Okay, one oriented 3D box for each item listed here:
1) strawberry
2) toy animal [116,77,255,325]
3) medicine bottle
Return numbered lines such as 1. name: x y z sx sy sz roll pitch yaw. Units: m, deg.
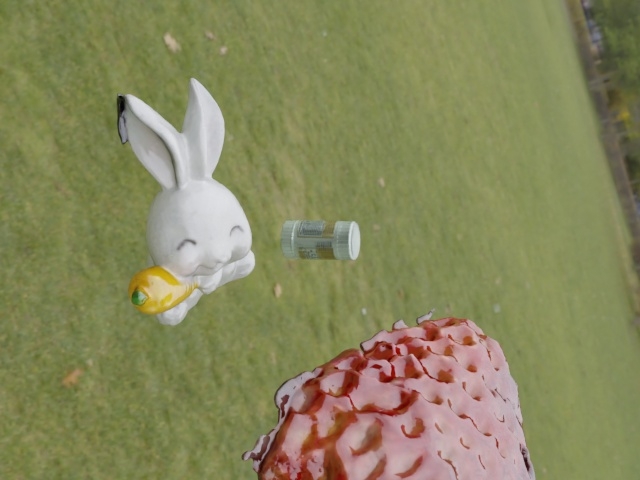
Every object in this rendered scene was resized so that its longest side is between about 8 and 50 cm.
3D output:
1. strawberry: 0.089 0.197 0.639 0.280 0.150 0.253 -21 107 -54
2. toy animal: -0.112 -0.016 0.677 0.127 0.131 0.181 50 -26 21
3. medicine bottle: 0.000 0.000 1.026 0.047 0.083 0.047 1 90 -73
